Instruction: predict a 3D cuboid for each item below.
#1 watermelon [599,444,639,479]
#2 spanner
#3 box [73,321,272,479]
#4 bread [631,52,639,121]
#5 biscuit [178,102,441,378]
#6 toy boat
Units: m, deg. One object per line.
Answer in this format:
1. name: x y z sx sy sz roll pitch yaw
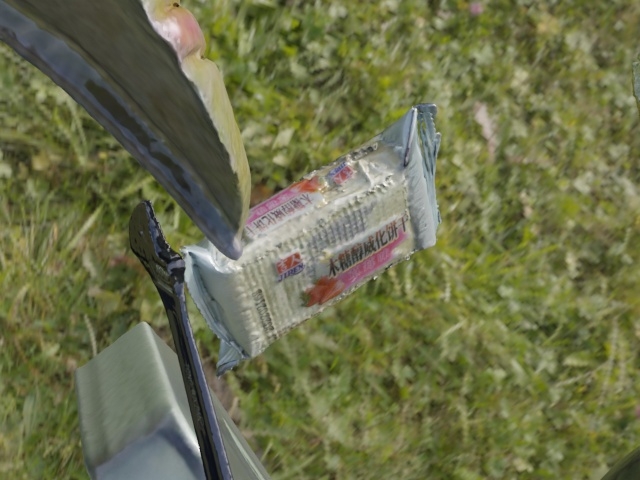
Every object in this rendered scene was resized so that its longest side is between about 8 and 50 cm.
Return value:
1. watermelon: 0.300 0.315 0.925 0.279 0.279 0.359 5 89 -14
2. spanner: -0.084 0.075 0.778 0.012 0.046 0.208 -20 100 -34
3. box: -0.059 0.271 1.036 0.111 0.396 0.396 -34 102 -7
4. bread: 0.509 -0.179 1.511 0.257 0.186 0.124 -5 83 18
5. biscuit: 0.000 -0.003 1.264 0.309 0.186 0.079 -29 48 -17
6. toy boat: -0.149 -0.146 0.673 0.293 0.276 0.111 32 70 14
